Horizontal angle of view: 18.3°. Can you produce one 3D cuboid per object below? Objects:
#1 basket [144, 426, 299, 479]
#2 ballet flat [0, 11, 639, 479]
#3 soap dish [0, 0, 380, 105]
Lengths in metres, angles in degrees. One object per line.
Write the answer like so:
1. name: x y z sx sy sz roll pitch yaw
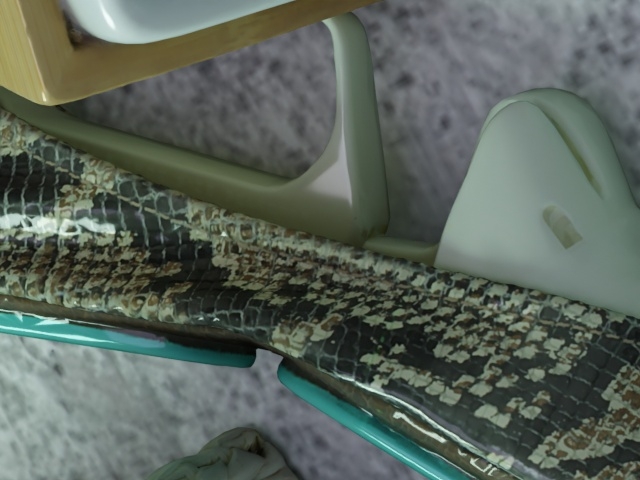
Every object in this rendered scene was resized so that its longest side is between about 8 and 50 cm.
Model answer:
1. basket: -0.119 0.284 0.812 0.328 0.331 0.266 -37 82 28
2. ballet flat: 0.000 0.000 0.779 0.482 0.164 0.182 19 91 21
3. soap dish: -0.072 -0.209 0.709 0.118 0.229 0.291 -9 101 43
